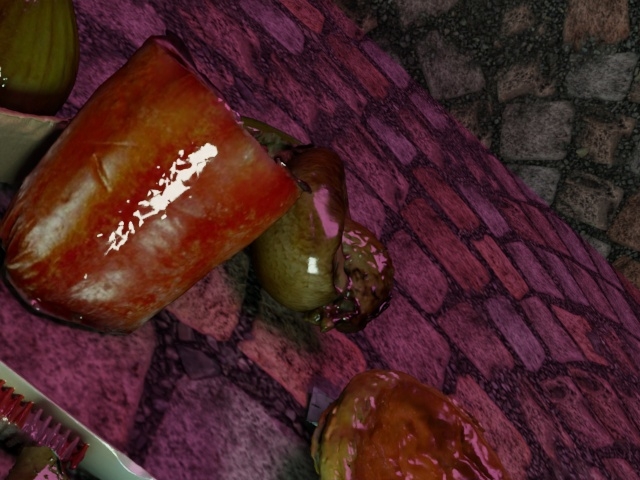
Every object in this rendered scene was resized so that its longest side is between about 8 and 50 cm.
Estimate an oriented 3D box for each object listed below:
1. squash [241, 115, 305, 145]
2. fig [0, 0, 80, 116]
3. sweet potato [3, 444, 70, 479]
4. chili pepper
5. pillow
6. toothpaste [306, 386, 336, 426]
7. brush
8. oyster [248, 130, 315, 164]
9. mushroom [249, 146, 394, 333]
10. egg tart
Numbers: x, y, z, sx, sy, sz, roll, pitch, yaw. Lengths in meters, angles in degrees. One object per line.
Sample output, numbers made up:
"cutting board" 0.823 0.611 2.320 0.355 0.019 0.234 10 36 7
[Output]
"squash" -0.083 -0.160 1.520 0.292 0.082 0.082 25 33 -39
"fig" -0.343 -0.273 0.977 0.217 0.321 0.217 43 21 -21
"sweet potato" -0.207 0.294 0.649 0.112 0.085 0.286 22 35 -51
"chili pepper" -0.198 -0.053 0.976 0.229 0.305 0.251 55 12 33
"pillow" -0.359 -0.106 0.931 0.211 0.135 0.034 4 49 -59
"toothpaste" 0.099 0.310 1.178 0.297 0.048 0.075 38 27 -14
"brush" -0.208 0.222 0.790 0.321 0.060 0.050 41 38 -14
"oyster" -0.149 -0.140 1.327 0.221 0.096 0.361 17 5 27
"mushroom" -0.008 0.010 1.252 0.263 0.195 0.283 81 -17 -68
"egg tart" 0.108 0.325 1.043 0.341 0.129 0.341 30 40 -28
